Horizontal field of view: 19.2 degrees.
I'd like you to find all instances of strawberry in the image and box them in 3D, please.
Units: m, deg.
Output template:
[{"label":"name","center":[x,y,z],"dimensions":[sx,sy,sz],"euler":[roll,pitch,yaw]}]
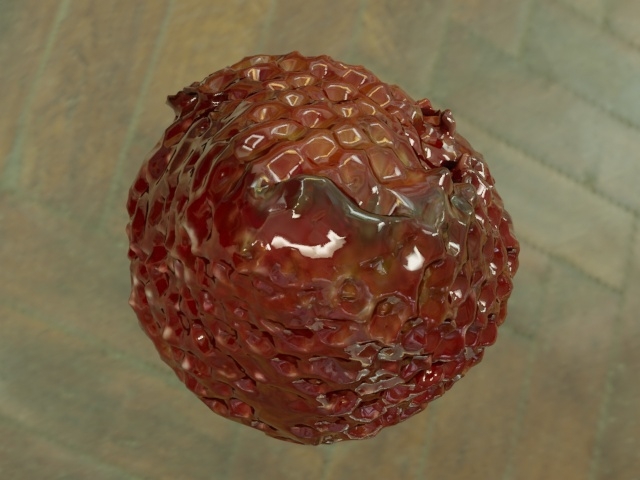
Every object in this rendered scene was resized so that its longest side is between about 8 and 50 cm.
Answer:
[{"label":"strawberry","center":[0.000,0.000,0.904],"dimensions":[0.205,0.244,0.205],"euler":[0,86,1]}]
